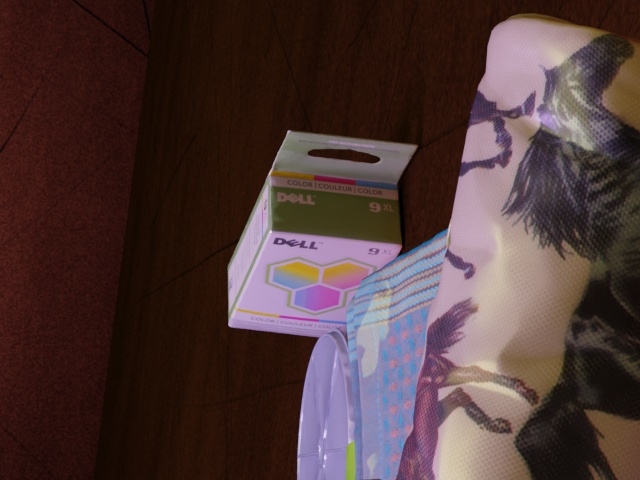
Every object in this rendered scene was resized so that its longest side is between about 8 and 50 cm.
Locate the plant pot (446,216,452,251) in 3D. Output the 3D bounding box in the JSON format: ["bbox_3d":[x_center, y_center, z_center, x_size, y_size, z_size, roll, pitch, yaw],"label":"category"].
[{"bbox_3d":[0.119,0.009,0.983,0.079,0.083,0.083,47,132,45],"label":"plant pot"}]

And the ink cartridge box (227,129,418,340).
[{"bbox_3d":[0.000,0.000,1.571,0.209,0.109,0.062,116,156,-54],"label":"ink cartridge box"}]

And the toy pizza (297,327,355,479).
[{"bbox_3d":[0.016,0.171,1.581,0.201,0.032,0.201,-177,90,-78],"label":"toy pizza"}]

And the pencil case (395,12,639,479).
[{"bbox_3d":[0.106,0.102,0.850,0.183,0.160,0.410,39,-114,-78],"label":"pencil case"}]

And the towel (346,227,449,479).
[{"bbox_3d":[0.108,0.095,1.090,0.370,0.040,0.271,143,132,-58],"label":"towel"}]

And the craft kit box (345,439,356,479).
[{"bbox_3d":[0.069,0.232,1.292,0.250,0.061,0.247,131,146,-67],"label":"craft kit box"}]

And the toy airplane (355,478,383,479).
[{"bbox_3d":[0.098,0.239,0.498,0.272,0.386,0.384,73,-179,-46],"label":"toy airplane"}]
